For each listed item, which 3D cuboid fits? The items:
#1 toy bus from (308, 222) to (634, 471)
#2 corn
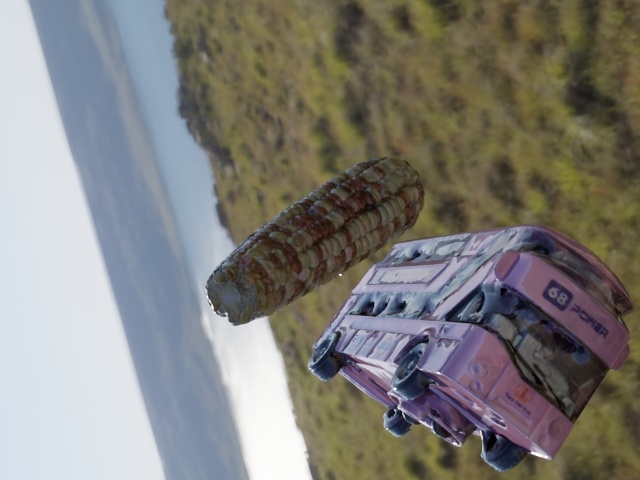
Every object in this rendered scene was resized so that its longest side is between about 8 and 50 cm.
[{"bbox_3d":[0.056,0.042,0.476,0.063,0.090,0.203,39,169,-11],"label":"toy bus"},{"bbox_3d":[0.000,0.000,0.887,0.079,0.237,0.080,22,128,30],"label":"corn"}]
